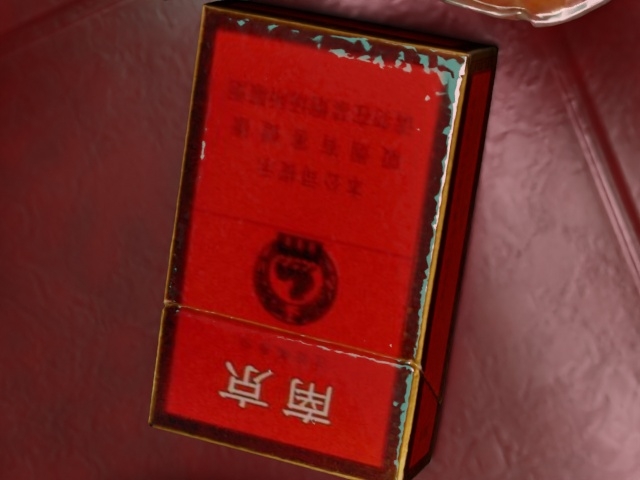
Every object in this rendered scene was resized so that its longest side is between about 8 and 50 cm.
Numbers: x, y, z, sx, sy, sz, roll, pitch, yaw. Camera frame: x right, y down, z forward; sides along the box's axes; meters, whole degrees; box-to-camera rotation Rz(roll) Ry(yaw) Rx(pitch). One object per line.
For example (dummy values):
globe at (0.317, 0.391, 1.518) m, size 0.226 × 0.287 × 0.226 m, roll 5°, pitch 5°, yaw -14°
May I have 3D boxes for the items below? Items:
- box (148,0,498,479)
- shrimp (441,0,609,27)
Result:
box at (0.000, 0.000, 1.054) m, size 0.153 × 0.074 × 0.240 m, roll 12°, pitch 104°, yaw 15°
shrimp at (0.065, -0.172, 0.992) m, size 0.317 × 0.062 × 0.164 m, roll -25°, pitch 86°, yaw 12°
